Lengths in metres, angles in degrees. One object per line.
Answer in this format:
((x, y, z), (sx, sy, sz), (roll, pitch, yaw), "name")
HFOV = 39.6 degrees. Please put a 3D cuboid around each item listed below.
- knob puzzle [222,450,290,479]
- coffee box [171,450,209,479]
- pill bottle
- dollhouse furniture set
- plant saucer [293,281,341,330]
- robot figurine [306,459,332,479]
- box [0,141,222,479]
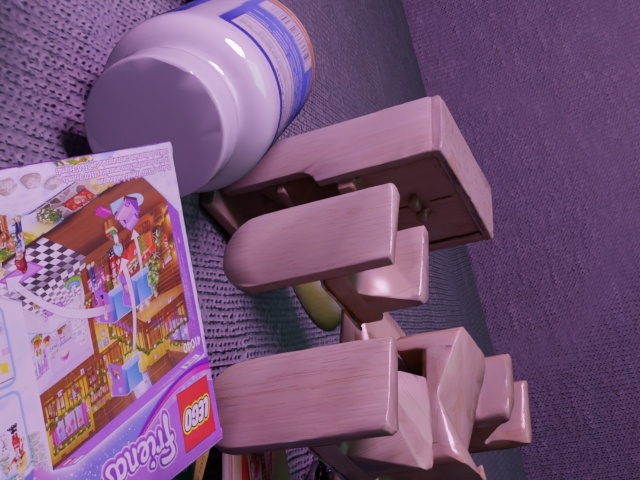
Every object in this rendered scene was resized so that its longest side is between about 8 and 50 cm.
((-0.062, 0.219, 0.789), (0.213, 0.030, 0.213), (-5, 90, -79), "knob puzzle")
((-0.137, 0.107, 0.636), (0.113, 0.041, 0.184), (-80, 150, -58), "coffee box")
((-0.101, -0.131, 0.783), (0.272, 0.152, 0.152), (-64, 136, -65), "pill bottle")
((0.020, 0.088, 0.825), (0.362, 0.257, 0.394), (49, 36, -46), "dollhouse furniture set")
((0.000, 0.000, 1.193), (0.241, 0.037, 0.240), (-15, 90, -74), "plant saucer")
((0.046, 0.336, 0.943), (0.291, 0.085, 0.211), (-59, 132, -68), "robot figurine")
((-0.159, 0.064, 0.454), (0.293, 0.057, 0.200), (-25, 108, -65), "box")
